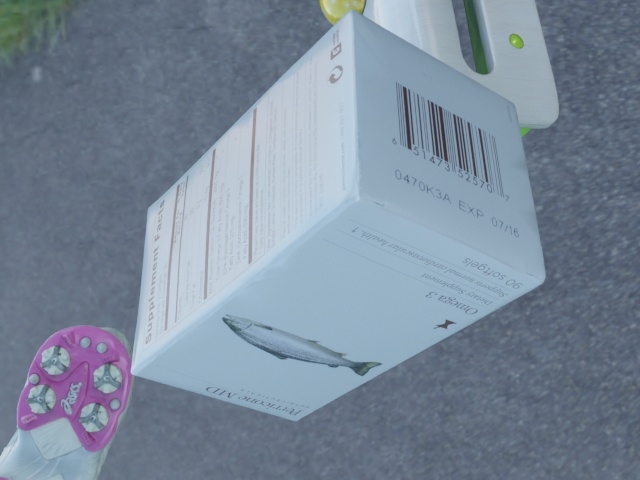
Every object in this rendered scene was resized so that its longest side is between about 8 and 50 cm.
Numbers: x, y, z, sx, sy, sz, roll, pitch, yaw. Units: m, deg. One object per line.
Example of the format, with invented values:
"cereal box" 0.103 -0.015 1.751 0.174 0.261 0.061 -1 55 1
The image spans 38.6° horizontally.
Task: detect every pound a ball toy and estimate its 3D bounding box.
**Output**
"pound a ball toy" 0.075 -0.215 0.653 0.208 0.136 0.319 130 137 -59

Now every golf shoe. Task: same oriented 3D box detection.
"golf shoe" -0.257 0.222 0.880 0.115 0.140 0.306 29 91 1

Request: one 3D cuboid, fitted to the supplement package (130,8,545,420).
"supplement package" 0.000 0.000 0.438 0.179 0.105 0.105 -38 42 42
